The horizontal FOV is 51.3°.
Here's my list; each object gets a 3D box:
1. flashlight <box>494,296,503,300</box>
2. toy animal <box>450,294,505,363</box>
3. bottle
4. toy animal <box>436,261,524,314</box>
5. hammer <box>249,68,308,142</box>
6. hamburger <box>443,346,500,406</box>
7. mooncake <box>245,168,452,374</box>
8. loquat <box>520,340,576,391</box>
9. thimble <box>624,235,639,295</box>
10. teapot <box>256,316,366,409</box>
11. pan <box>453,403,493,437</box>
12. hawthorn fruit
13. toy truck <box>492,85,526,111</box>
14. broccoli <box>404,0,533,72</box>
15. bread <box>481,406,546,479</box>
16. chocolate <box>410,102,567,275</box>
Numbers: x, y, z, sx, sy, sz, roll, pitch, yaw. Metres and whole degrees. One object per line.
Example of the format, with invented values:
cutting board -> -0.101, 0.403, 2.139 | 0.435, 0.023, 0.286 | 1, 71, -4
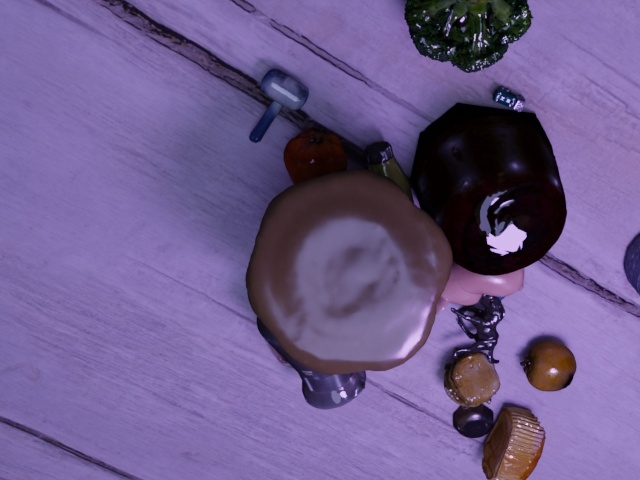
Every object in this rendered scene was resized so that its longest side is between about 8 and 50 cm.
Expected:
flashlight -> 0.512, 0.129, 1.870 | 0.051, 0.051, 0.129 | 28, 120, -14
toy animal -> 0.450, 0.246, 1.880 | 0.148, 0.084, 0.233 | 1, 106, 28
bottle -> 0.174, -0.123, 1.700 | 0.112, 0.112, 0.260 | -14, 116, 8
toy animal -> 0.416, 0.096, 1.780 | 0.250, 0.166, 0.154 | -14, 147, 17
hammer -> -0.120, -0.317, 1.627 | 0.116, 0.069, 0.194 | 30, 119, -16
hamburger -> 0.436, 0.403, 1.966 | 0.159, 0.131, 0.185 | -19, 74, -8
mooncake -> 0.063, 0.067, 1.523 | 0.467, 0.262, 0.467 | 1, 95, 7
loquat -> 0.668, 0.368, 1.945 | 0.163, 0.137, 0.163 | 1, 138, 1
thimble -> 0.946, 0.076, 1.771 | 0.205, 0.172, 0.236 | 30, 112, -18
teapot -> -0.033, 0.280, 1.858 | 0.300, 0.253, 0.344 | 5, 129, 36
pan -> 0.456, 0.556, 2.092 | 0.202, 0.048, 0.128 | 35, 113, -16
hawthorn fruit -> -0.010, -0.171, 1.663 | 0.162, 0.163, 0.203 | -2, 134, 1
toy truck -> 0.459, -0.342, 1.622 | 0.083, 0.044, 0.039 | 21, 119, -10
broccoli -> 0.313, -0.521, 1.404 | 0.297, 0.297, 0.298 | 0, 83, -2
bread -> 0.599, 0.643, 2.068 | 0.133, 0.179, 0.250 | 17, 108, 1
chocolate -> 0.409, -0.102, 1.592 | 0.383, 0.331, 0.384 | 1, 117, 2
